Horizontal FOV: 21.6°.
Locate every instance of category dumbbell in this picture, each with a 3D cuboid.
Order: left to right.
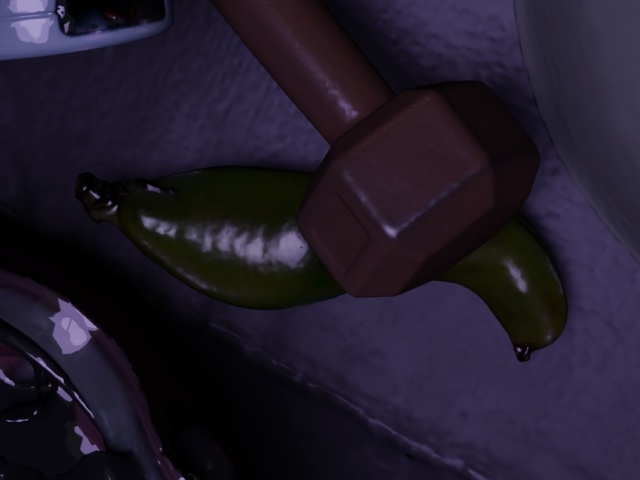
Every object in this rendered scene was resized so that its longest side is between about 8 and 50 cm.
[{"bbox_3d":[-0.016,-0.086,0.648,0.231,0.082,0.092,52,148,12],"label":"dumbbell"}]

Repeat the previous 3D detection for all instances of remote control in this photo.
[{"bbox_3d":[-0.148,-0.094,0.656,0.244,0.087,0.047,6,105,47],"label":"remote control"}]

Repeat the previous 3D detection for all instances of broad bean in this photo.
[{"bbox_3d":[0.000,0.000,0.704,0.213,0.048,0.070,13,103,8],"label":"broad bean"}]

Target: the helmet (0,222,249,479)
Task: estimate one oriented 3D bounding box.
[{"bbox_3d":[-0.153,0.127,0.692,0.338,0.197,0.271,45,101,-4],"label":"helmet"}]

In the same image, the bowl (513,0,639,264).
[{"bbox_3d":[0.224,-0.091,0.572,0.337,0.157,0.337,3,103,13],"label":"bowl"}]
